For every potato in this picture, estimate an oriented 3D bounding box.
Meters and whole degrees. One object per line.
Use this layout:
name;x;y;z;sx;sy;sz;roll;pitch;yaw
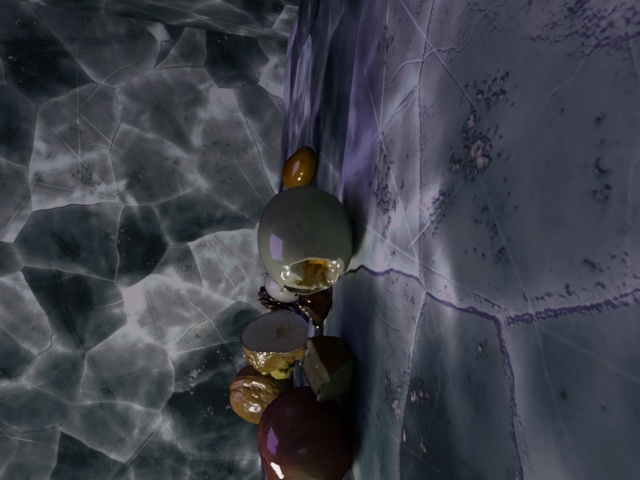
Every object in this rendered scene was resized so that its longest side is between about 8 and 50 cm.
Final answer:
potato;-0.177;0.447;1.758;0.247;0.299;0.196;-86;-10;-49

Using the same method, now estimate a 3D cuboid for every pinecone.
pinecone;-0.205;0.274;2.067;0.221;0.221;0.222;-177;90;-78

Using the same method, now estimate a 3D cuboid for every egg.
egg;-0.044;-0.022;1.183;0.278;0.278;0.336;107;159;-49

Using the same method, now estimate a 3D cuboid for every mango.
mango;-0.093;-0.308;1.815;0.254;0.139;0.176;150;119;-68

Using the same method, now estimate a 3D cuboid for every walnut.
walnut;-0.318;0.797;2.143;0.333;0.332;0.333;-177;90;-78

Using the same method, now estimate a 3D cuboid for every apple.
apple;-0.051;0.555;1.125;0.305;0.234;0.306;170;90;-69

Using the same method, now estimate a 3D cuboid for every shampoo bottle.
shampoo bottle;-0.025;0.395;1.531;0.087;0.049;0.234;-141;54;-78

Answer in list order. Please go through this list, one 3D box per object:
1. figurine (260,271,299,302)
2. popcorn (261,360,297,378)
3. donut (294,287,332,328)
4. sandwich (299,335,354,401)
figurine;-0.112;0.088;1.729;0.274;0.226;0.394;-82;12;-74
popcorn;-0.204;0.522;1.972;0.215;0.252;0.287;-10;78;31
donut;-0.020;0.193;1.435;0.187;0.144;0.126;51;171;1
sandwich;0.027;0.359;1.125;0.235;0.128;0.122;-142;60;-74
